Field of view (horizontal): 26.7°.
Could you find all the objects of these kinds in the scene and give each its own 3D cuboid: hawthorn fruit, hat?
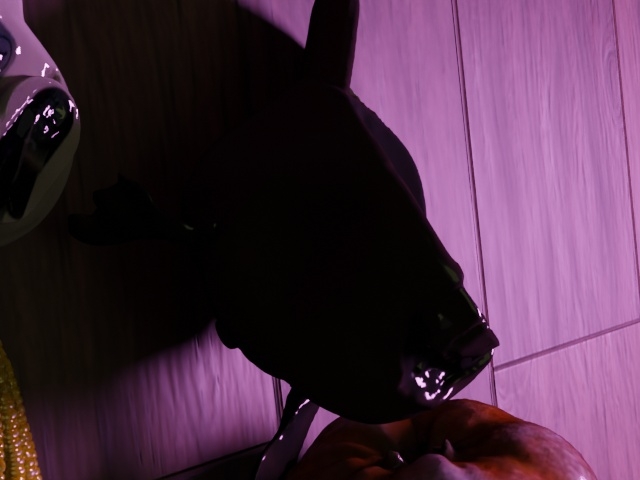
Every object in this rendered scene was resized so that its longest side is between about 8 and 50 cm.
[{"bbox_3d":[0.074,0.223,0.902,0.235,0.231,0.263,-67,173,-47],"label":"hawthorn fruit"},{"bbox_3d":[-0.026,-0.005,0.862,0.336,0.209,0.238,-105,171,-48],"label":"hat"}]

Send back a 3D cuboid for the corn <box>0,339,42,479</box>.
[{"bbox_3d":[-0.184,0.140,0.729,0.072,0.072,0.203,-16,99,-46],"label":"corn"}]

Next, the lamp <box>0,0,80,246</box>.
[{"bbox_3d":[-0.223,-0.097,0.667,0.246,0.108,0.179,52,58,-34],"label":"lamp"}]
